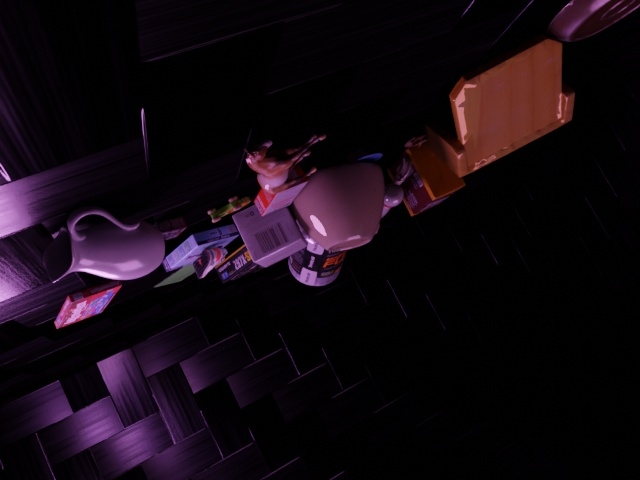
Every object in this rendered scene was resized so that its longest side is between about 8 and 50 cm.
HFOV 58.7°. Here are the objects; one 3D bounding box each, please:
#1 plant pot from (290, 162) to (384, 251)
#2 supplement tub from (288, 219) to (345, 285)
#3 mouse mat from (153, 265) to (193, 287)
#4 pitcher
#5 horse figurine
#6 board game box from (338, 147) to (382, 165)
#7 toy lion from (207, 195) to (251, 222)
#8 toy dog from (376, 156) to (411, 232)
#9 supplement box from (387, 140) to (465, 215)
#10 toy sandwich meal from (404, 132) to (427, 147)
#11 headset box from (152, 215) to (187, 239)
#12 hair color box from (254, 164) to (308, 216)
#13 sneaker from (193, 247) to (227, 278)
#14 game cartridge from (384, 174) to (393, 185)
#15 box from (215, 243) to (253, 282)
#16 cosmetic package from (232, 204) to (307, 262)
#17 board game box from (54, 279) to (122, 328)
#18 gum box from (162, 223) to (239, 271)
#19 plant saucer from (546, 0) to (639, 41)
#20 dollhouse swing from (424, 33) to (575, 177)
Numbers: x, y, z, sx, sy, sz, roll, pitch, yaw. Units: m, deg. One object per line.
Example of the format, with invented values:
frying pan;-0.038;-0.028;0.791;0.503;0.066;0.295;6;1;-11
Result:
plant pot;0.060;-0.077;1.611;0.284;0.190;0.284;-13;169;-3
supplement tub;0.000;0.000;1.935;0.194;0.193;0.316;-24;151;-25
mouse mat;-0.475;0.112;1.983;0.190;0.007;0.153;-32;171;25
pitcher;-0.406;0.001;1.109;0.207;0.125;0.177;-3;141;-46
horse figurine;-0.083;-0.164;1.258;0.175;0.066;0.263;-31;171;-15
board game box;0.090;-0.222;1.587;0.169;0.033;0.133;-22;176;25
toy lion;-0.227;-0.083;1.448;0.100;0.034;0.096;-28;180;8
toy dog;0.164;-0.142;1.900;0.333;0.161;0.220;116;-9;-58
supplement box;0.353;-0.214;1.927;0.129;0.191;0.194;-25;173;-20
toy sandwich meal;0.299;-0.304;1.751;0.086;0.029;0.085;-27;172;-4
headset box;-0.362;-0.025;1.344;0.062;0.032;0.083;-33;171;40
hair color box;-0.105;-0.127;1.471;0.093;0.053;0.167;-25;171;-26
sneaker;-0.320;0.064;1.671;0.075;0.057;0.161;-16;165;-31
game cartridge;0.407;-0.286;2.203;0.285;0.052;0.324;-31;174;25
box;-0.209;0.039;2.142;0.322;0.079;0.257;-34;172;41
cosmetic package;-0.142;-0.026;1.646;0.151;0.151;0.183;-27;172;0
board game box;-0.692;0.190;1.682;0.145;0.027;0.281;-20;170;-37
gum box;-0.351;0.022;1.664;0.184;0.041;0.157;-35;170;40
plant saucer;0.681;-0.556;1.315;0.311;0.050;0.310;-28;173;-4
dollhouse swing;0.458;-0.399;1.546;0.347;0.305;0.315;-28;-146;2
